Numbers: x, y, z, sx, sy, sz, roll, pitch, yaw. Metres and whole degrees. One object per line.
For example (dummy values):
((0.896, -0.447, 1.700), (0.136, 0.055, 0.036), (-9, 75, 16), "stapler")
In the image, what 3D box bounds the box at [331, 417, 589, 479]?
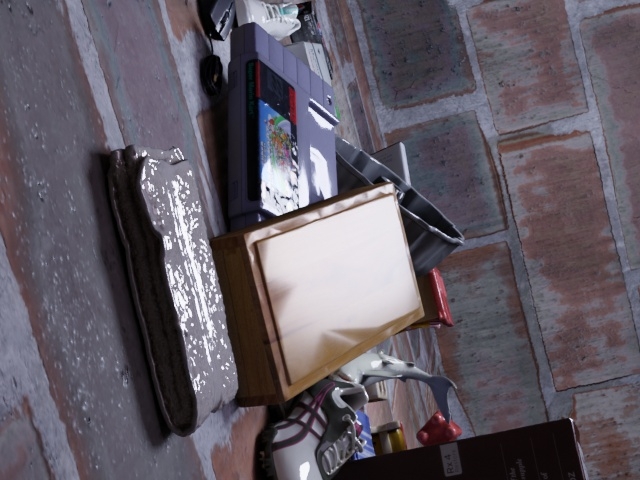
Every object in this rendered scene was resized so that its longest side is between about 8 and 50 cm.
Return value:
((0.164, 0.364, 1.526), (0.143, 0.381, 0.191), (49, 28, -65), "box")

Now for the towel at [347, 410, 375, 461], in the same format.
((0.073, 0.442, 1.964), (0.243, 0.040, 0.336), (51, 29, -73), "towel")

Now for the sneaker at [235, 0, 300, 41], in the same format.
((-0.084, -0.369, 1.927), (0.212, 0.094, 0.080), (-14, 93, -80), "sneaker")

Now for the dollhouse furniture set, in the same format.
((0.164, 0.248, 2.218), (0.152, 0.201, 0.374), (37, 41, -75), "dollhouse furniture set")

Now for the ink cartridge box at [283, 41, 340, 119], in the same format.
((-0.034, -0.273, 2.109), (0.208, 0.087, 0.153), (-45, 121, -78), "ink cartridge box")

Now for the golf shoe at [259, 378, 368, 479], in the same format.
((-0.006, 0.256, 1.479), (0.273, 0.120, 0.105), (-82, 159, -61), "golf shoe")

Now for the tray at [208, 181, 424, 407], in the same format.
((0.006, 0.056, 1.536), (0.411, 0.076, 0.203), (-22, 100, -60), "tray")

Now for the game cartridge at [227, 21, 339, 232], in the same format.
((-0.046, -0.106, 1.647), (0.230, 0.068, 0.355), (37, 44, -55), "game cartridge")

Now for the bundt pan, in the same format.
((0.093, -0.053, 2.106), (0.331, 0.124, 0.331), (37, 11, -8), "bundt pan")

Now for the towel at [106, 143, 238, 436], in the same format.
((-0.141, 0.042, 1.188), (0.187, 0.049, 0.282), (-19, 96, -80), "towel")

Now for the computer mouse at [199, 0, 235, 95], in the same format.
((-0.142, -0.290, 1.650), (0.071, 0.041, 0.242), (67, 14, -49), "computer mouse")

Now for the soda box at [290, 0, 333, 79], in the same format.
((-0.023, -0.407, 2.435), (0.053, 0.060, 0.169), (-90, 165, -49), "soda box")

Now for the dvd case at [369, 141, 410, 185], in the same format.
((0.099, -0.064, 2.335), (0.022, 0.180, 0.253), (43, 32, -45), "dvd case")

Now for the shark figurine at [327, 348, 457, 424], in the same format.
((0.095, 0.250, 2.041), (0.166, 0.278, 0.116), (46, -60, 49), "shark figurine")
